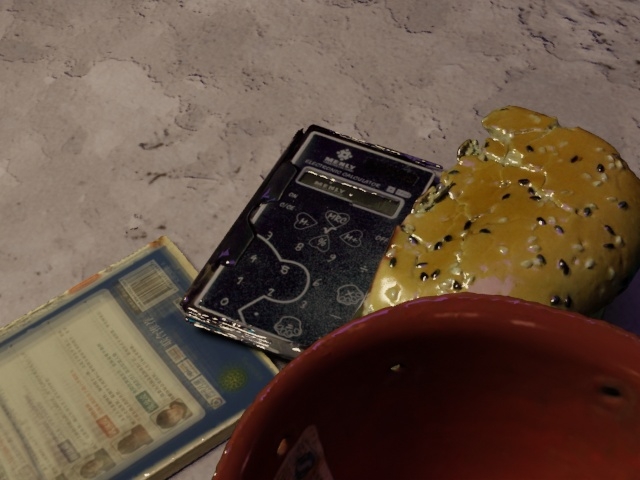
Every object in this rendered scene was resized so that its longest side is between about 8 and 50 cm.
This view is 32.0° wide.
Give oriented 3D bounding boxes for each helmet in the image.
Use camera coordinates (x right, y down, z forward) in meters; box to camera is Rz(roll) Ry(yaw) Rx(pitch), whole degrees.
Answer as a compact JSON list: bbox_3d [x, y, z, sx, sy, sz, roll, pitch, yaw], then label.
[{"bbox_3d":[0.120,0.235,0.715,0.384,0.230,0.338,3,52,-1],"label":"helmet"}]

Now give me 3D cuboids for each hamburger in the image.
[{"bbox_3d":[0.155,0.031,0.918,0.192,0.168,0.288,23,57,27],"label":"hamburger"}]

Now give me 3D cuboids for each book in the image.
[{"bbox_3d":[-0.217,0.142,0.978,0.322,0.018,0.228,-31,53,-17],"label":"book"}]

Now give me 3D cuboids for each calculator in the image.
[{"bbox_3d":[0.000,0.000,1.048,0.165,0.028,0.274,18,51,17],"label":"calculator"}]
